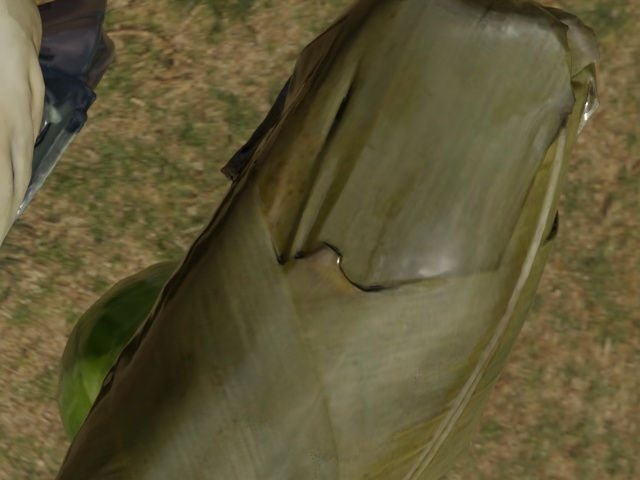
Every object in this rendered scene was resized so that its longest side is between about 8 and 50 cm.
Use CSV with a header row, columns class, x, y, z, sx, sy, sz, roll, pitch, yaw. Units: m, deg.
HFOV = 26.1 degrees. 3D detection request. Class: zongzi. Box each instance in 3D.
class,x,y,z,sx,sy,sz,roll,pitch,yaw
zongzi,0.000,0.000,0.693,0.418,0.181,0.447,-28,142,-55

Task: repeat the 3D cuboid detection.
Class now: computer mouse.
class,x,y,z,sx,sy,sz,roll,pitch,yaw
computer mouse,-0.296,-0.045,1.096,0.115,0.199,0.389,35,93,-13

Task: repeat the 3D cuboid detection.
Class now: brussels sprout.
class,x,y,z,sx,sy,sz,roll,pitch,yaw
brussels sprout,-0.100,0.127,1.179,0.244,0.244,0.244,-2,94,-30

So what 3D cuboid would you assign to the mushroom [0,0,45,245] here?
class,x,y,z,sx,sy,sz,roll,pitch,yaw
mushroom,-0.223,-0.113,0.532,0.356,0.315,0.315,-43,113,-13
